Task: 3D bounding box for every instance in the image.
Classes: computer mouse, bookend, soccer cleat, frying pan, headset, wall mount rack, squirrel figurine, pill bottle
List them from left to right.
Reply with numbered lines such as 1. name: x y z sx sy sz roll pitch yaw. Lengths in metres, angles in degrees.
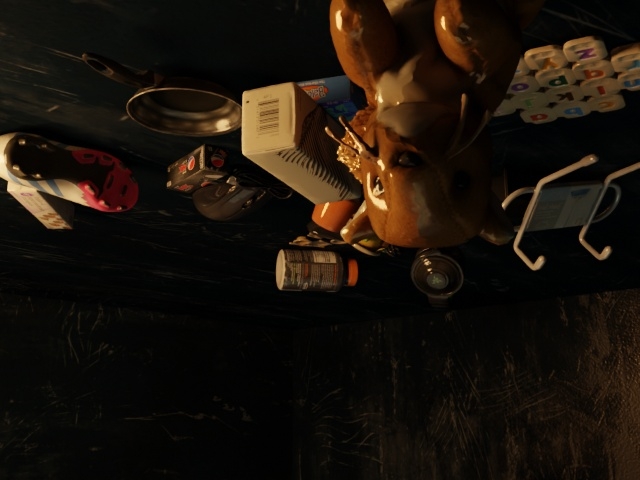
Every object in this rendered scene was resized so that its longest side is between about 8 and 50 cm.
1. soccer cleat: -0.515 -0.142 1.564 0.143 0.115 0.331 10 172 36
2. frying pan: -0.270 -0.234 1.269 0.326 0.053 0.197 14 160 -40
3. computer mouse: -0.197 -0.093 1.804 0.189 0.072 0.272 11 162 -42
4. pill bottle: -0.009 0.096 2.462 0.246 0.130 0.130 3 166 -13
5. computer mouse: 0.106 -0.037 2.053 0.262 0.060 0.184 16 -160 11
6. squirrel figurine: 0.132 -0.160 0.903 0.281 0.370 0.397 -3 166 9
7. headset: 0.323 0.015 1.922 0.185 0.243 0.394 2 152 17
8. bookend: 0.416 -0.102 1.772 0.156 0.072 0.157 8 164 -34
9. wall mount rack: 0.564 -0.085 1.667 0.350 0.130 0.304 -6 130 -27

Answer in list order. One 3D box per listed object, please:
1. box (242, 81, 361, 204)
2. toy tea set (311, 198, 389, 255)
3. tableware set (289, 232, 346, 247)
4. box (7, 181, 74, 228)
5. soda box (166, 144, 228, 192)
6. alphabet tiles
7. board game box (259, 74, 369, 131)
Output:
1. box: -0.024 -0.151 1.288 0.094 0.113 0.275 -7 165 23
2. toy tea set: 0.113 -0.069 1.841 0.200 0.124 0.336 31 -166 14
3. tableware set: 0.000 0.000 2.299 0.141 0.020 0.169 11 162 -40
4. box: -0.636 -0.096 1.802 0.063 0.067 0.324 1 167 -4
5. soda box: -0.256 -0.146 1.623 0.060 0.053 0.169 10 164 -36
6. alphabet tiles: 0.384 -0.254 1.258 0.284 0.021 0.278 -8 164 27
7. board game box: 0.006 -0.214 1.359 0.160 0.047 0.210 -5 166 19
